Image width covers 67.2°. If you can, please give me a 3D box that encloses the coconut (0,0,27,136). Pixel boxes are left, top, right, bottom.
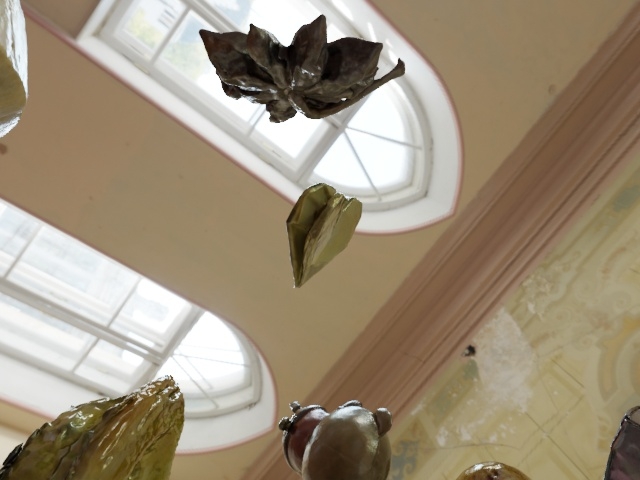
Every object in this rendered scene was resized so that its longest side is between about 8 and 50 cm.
[{"bbox_3d":[-0.506,-0.229,0.572,0.329,0.328,0.329,-41,-152,28],"label":"coconut"}]

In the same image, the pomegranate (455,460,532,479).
[{"bbox_3d":[0.385,0.593,1.030,0.215,0.215,0.215,-41,-152,28],"label":"pomegranate"}]

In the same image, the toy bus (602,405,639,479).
[{"bbox_3d":[0.527,0.352,0.600,0.317,0.112,0.138,33,-70,45],"label":"toy bus"}]

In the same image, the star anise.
[{"bbox_3d":[-0.016,-0.198,0.586,0.230,0.262,0.081,150,-60,-67],"label":"star anise"}]

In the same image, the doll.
[{"bbox_3d":[0.020,0.429,1.003,0.235,0.174,0.330,-55,-163,-24],"label":"doll"}]

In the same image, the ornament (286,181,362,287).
[{"bbox_3d":[0.000,0.000,0.804,0.180,0.059,0.201,-64,161,5],"label":"ornament"}]

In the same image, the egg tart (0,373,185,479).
[{"bbox_3d":[-0.250,0.279,0.498,0.315,0.120,0.315,18,90,-85],"label":"egg tart"}]
